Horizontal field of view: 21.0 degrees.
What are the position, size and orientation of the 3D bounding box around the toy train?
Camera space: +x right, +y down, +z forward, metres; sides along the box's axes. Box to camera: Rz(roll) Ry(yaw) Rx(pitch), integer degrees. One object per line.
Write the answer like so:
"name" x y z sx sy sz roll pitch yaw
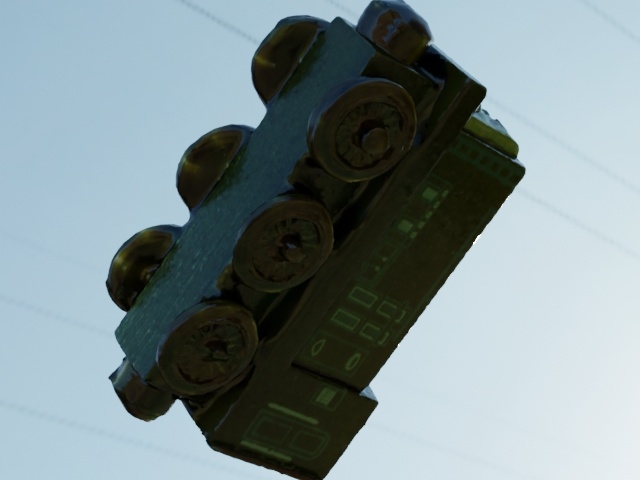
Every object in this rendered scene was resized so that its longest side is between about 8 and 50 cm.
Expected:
"toy train" 0.000 0.000 0.796 0.137 0.090 0.225 26 -74 -39
